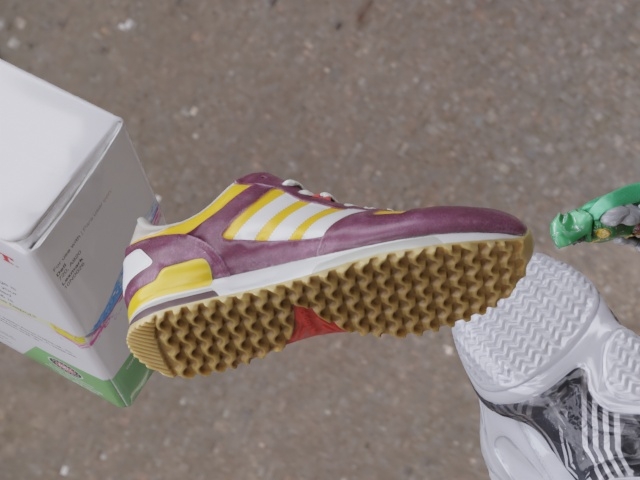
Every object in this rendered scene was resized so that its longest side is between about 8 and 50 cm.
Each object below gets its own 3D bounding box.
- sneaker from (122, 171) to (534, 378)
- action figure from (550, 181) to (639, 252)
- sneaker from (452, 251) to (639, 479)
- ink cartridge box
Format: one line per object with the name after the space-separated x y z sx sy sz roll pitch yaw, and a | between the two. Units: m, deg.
0.000 0.000 0.648 0.185 0.069 0.084 -11 52 3 | sneaker
0.321 -0.025 1.383 0.137 0.232 0.063 137 122 -67 | action figure
0.227 0.189 1.073 0.137 0.210 0.366 -28 54 -8 | sneaker
-0.221 -0.014 1.054 0.201 0.278 0.117 26 68 18 | ink cartridge box
